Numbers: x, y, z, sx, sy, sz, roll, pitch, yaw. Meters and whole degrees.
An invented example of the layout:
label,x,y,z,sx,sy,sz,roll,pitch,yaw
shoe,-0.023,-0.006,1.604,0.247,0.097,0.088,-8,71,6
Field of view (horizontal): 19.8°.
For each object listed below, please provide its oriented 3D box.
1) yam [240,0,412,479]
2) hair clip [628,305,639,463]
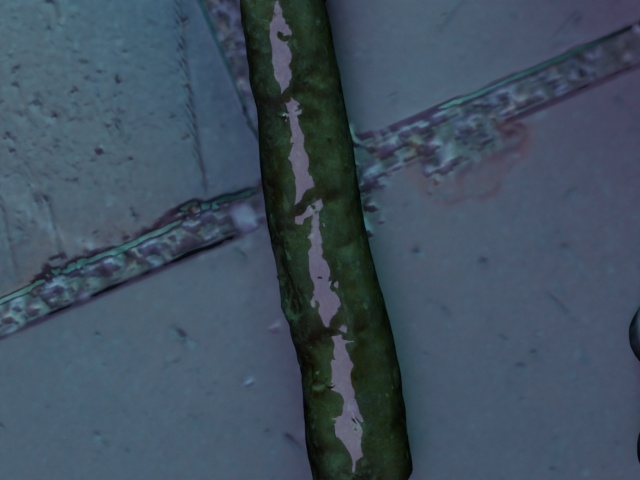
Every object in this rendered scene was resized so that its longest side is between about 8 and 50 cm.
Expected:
label,x,y,z,sx,sy,sz,roll,pitch,yaw
yam,0.000,0.000,0.963,0.061,0.061,0.274,-9,95,16
hair clip,0.239,0.126,0.917,0.146,0.075,0.257,-16,89,21
